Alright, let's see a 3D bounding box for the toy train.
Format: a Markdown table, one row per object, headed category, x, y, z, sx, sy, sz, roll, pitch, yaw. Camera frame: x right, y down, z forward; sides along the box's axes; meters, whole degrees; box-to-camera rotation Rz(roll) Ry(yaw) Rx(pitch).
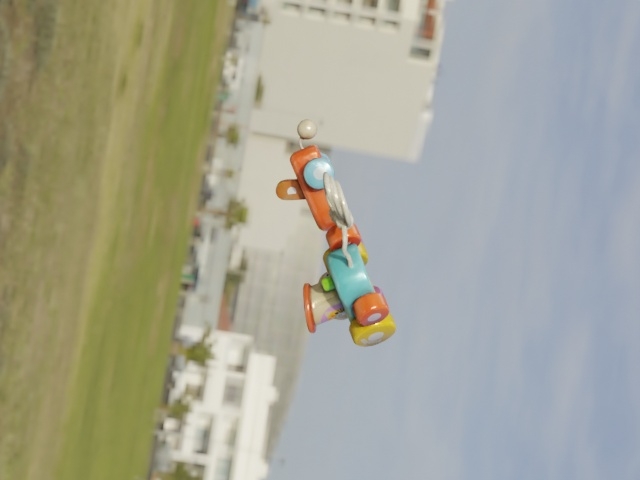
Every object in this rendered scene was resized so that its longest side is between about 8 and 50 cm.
| category | x | y | z | sx | sy | sz | roll | pitch | yaw |
| --- | --- | --- | --- | --- | --- | --- | --- | --- | --- |
| toy train | 0.000 | 0.000 | 0.795 | 0.166 | 0.046 | 0.125 | -102 | 170 | -79 |
